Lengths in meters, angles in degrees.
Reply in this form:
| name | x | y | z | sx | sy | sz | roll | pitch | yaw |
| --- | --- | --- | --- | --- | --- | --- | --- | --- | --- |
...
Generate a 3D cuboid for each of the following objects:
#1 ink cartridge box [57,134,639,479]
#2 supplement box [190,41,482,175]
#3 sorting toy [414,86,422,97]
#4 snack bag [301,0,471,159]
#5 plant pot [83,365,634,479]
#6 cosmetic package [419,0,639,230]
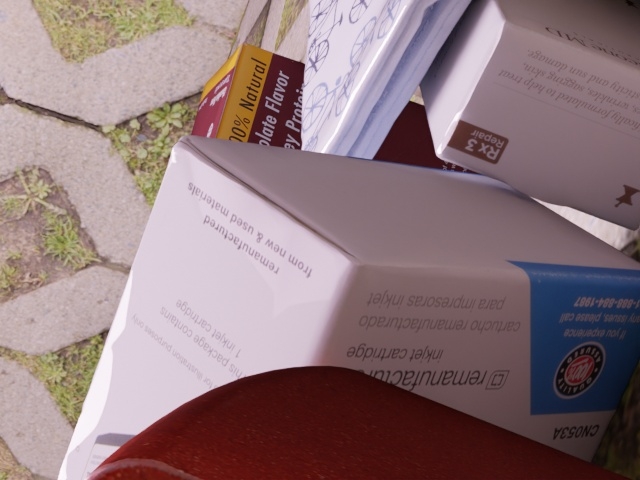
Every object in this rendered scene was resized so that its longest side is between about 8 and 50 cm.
| name | x | y | z | sx | sy | sz | roll | pitch | yaw |
| --- | --- | --- | --- | --- | --- | --- | --- | --- | --- |
| ink cartridge box | 0.001 | 0.124 | 0.756 | 0.129 | 0.223 | 0.307 | 35 | 111 | 40 |
| supplement box | 0.000 | 0.000 | 1.066 | 0.129 | 0.194 | 0.191 | 156 | 131 | -74 |
| sorting toy | 0.110 | -0.270 | 1.218 | 0.255 | 0.089 | 0.257 | 143 | 143 | -71 |
| snack bag | 0.077 | -0.222 | 0.893 | 0.342 | 0.037 | 0.323 | -56 | 17 | 34 |
| plant pot | 0.040 | 0.185 | 0.522 | 0.236 | 0.267 | 0.267 | -64 | -5 | -73 |
| cosmetic package | 0.117 | -0.106 | 0.877 | 0.231 | 0.117 | 0.085 | -99 | 31 | -63 |
